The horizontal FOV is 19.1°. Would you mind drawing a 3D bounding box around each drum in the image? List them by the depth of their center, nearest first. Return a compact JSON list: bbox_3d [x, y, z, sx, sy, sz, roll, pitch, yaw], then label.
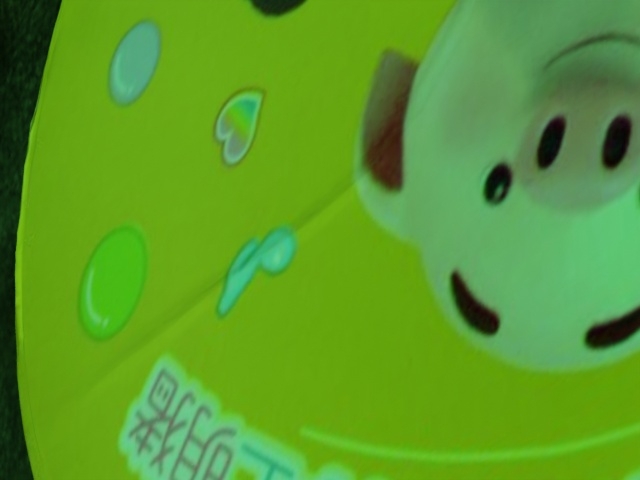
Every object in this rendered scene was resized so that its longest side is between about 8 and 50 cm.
[{"bbox_3d":[0.112,-0.044,0.520,0.431,0.214,0.431,-27,53,44],"label":"drum"}]
